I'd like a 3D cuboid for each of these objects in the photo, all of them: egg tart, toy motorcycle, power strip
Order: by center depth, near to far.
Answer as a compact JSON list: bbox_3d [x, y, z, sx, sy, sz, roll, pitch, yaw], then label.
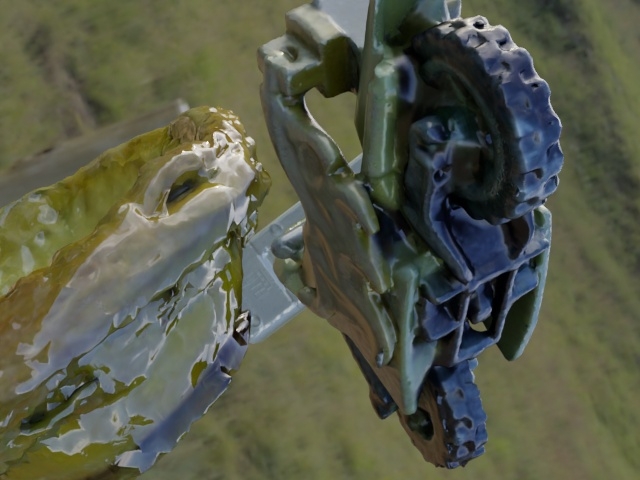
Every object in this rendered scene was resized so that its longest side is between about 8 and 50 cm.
[{"bbox_3d":[-0.133,0.051,0.637,0.123,0.294,0.294,55,11,-16],"label":"egg tart"},{"bbox_3d":[0.063,-0.013,0.872,0.237,0.168,0.410,50,-27,31],"label":"toy motorcycle"},{"bbox_3d":[0.000,0.000,1.347,0.098,0.338,0.058,54,3,8],"label":"power strip"}]
